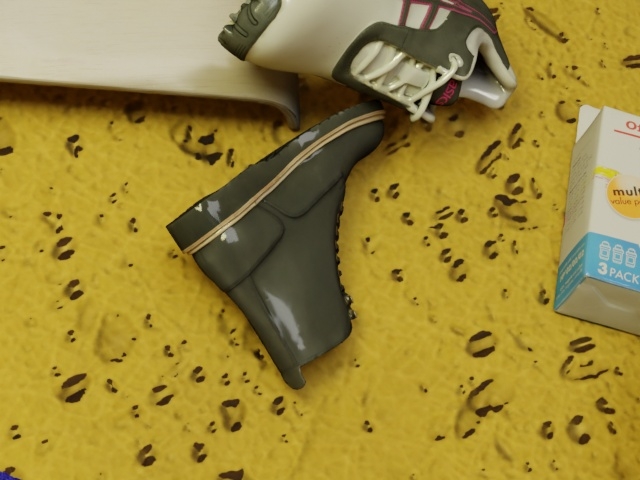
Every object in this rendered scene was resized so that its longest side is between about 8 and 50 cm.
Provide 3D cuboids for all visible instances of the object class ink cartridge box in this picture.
[{"bbox_3d":[0.233,-0.026,1.351,0.104,0.061,0.181,16,59,-8],"label":"ink cartridge box"}]

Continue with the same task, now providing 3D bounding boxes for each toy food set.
[{"bbox_3d":[-0.161,-0.193,1.324,0.306,0.092,0.220,3,72,-14],"label":"toy food set"}]

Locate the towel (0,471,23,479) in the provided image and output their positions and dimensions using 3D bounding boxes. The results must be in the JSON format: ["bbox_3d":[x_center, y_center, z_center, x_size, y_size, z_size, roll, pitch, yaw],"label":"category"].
[{"bbox_3d":[-0.275,0.241,1.042,0.227,0.076,0.308,23,58,-4],"label":"towel"}]

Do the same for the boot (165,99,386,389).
[{"bbox_3d":[0.000,0.000,1.277,0.198,0.077,0.137,-36,94,-36],"label":"boot"}]

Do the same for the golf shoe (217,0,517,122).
[{"bbox_3d":[0.044,-0.141,1.277,0.120,0.105,0.273,52,32,17],"label":"golf shoe"}]
